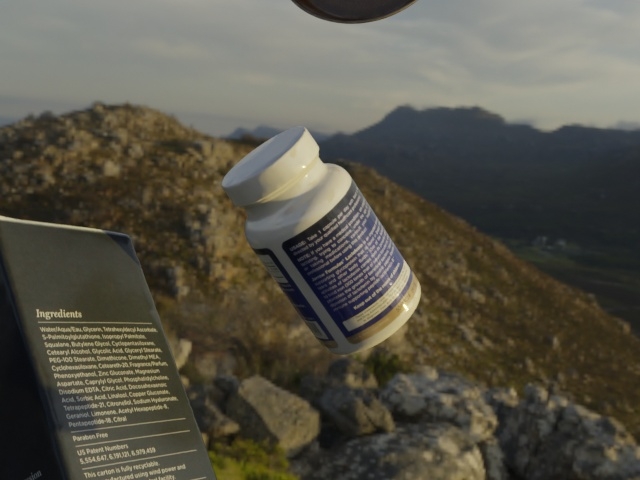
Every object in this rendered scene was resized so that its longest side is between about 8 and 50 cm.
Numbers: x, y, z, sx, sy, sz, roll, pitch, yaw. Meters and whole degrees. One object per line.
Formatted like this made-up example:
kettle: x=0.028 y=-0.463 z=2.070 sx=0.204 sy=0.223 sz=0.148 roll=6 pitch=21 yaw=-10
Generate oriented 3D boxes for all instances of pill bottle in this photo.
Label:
pill bottle: x=0.000 y=0.000 z=1.108 sx=0.153 sy=0.265 sz=0.153 roll=-30 pitch=20 yaw=12

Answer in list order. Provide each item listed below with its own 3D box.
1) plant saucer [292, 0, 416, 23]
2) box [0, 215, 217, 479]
plant saucer: x=0.076 y=-0.492 z=1.498 sx=0.310 sy=0.311 sz=0.050 roll=7 pitch=-17 yaw=18
box: x=-0.324 y=0.221 z=1.006 sx=0.293 sy=0.396 sz=0.212 roll=-33 pitch=-21 yaw=26
